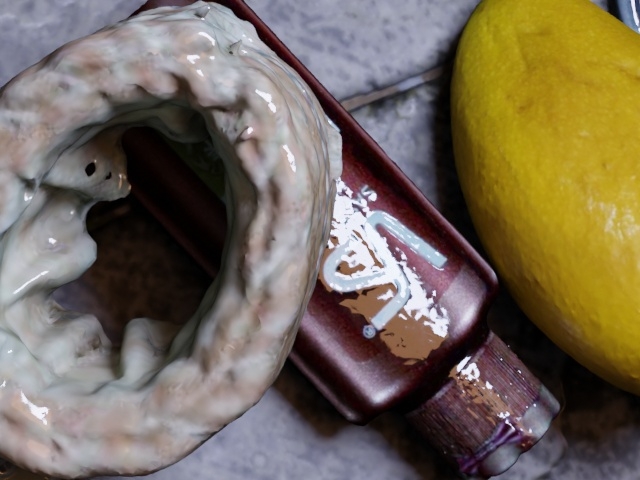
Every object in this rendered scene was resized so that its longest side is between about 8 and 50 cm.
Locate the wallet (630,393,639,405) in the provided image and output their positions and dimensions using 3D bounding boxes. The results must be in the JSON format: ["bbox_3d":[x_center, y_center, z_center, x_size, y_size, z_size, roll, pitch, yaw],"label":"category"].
[{"bbox_3d":[0.314,0.015,1.162,0.321,0.044,0.170,-30,88,-21],"label":"wallet"}]

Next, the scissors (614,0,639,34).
[{"bbox_3d":[0.177,-0.299,1.178,0.383,0.029,0.256,43,67,-13],"label":"scissors"}]

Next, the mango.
[{"bbox_3d":[0.173,-0.032,1.059,0.176,0.119,0.317,-25,64,-8],"label":"mango"}]

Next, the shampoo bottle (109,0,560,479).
[{"bbox_3d":[0.000,0.000,1.026,0.129,0.084,0.323,-44,94,-19],"label":"shampoo bottle"}]

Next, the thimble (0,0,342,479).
[{"bbox_3d":[-0.093,0.001,0.911,0.229,0.148,0.196,-44,95,10],"label":"thimble"}]

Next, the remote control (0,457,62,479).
[{"bbox_3d":[-0.143,0.192,0.946,0.087,0.047,0.244,-32,89,-27],"label":"remote control"}]
